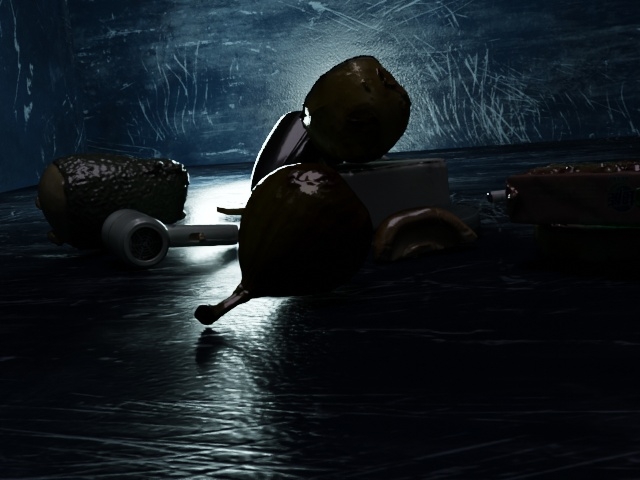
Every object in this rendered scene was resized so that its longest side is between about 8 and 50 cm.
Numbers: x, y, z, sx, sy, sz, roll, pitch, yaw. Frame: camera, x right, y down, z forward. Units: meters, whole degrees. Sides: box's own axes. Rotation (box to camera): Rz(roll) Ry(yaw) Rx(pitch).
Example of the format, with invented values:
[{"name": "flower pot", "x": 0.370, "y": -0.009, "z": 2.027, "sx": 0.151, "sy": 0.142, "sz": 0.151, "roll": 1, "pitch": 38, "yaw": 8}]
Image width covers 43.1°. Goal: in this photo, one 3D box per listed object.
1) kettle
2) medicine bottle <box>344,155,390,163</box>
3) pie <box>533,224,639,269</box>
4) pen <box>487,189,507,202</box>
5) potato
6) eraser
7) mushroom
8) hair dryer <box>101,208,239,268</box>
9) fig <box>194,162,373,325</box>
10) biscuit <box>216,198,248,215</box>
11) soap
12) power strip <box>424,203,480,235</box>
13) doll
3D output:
[{"name": "kettle", "x": -0.070, "y": -0.187, "z": 2.070, "sx": 0.290, "sy": 0.207, "sz": 0.268, "roll": -59, "pitch": 3, "yaw": -38}, {"name": "medicine bottle", "x": 0.080, "y": -0.199, "z": 2.431, "sx": 0.130, "sy": 0.130, "sz": 0.341, "roll": -11, "pitch": 13, "yaw": -30}, {"name": "pie", "x": 0.515, "y": -0.014, "z": 1.371, "sx": 0.296, "sy": 0.078, "sz": 0.371, "roll": -4, "pitch": 9, "yaw": 4}, {"name": "pen", "x": 0.557, "y": -0.123, "z": 2.059, "sx": 0.269, "sy": 0.033, "sz": 0.033, "roll": -7, "pitch": 11, "yaw": -7}, {"name": "potato", "x": 0.095, "y": -0.262, "z": 1.877, "sx": 0.246, "sy": 0.196, "sz": 0.300, "roll": -26, "pitch": -19, "yaw": 3}, {"name": "eraser", "x": 0.145, "y": -0.107, "z": 1.865, "sx": 0.331, "sy": 0.150, "sz": 0.331, "roll": -7, "pitch": 9, "yaw": 1}, {"name": "mushroom", "x": 0.187, "y": -0.015, "z": 1.511, "sx": 0.209, "sy": 0.094, "sz": 0.072, "roll": -13, "pitch": 15, "yaw": -17}, {"name": "hair dryer", "x": -0.270, "y": -0.012, "z": 1.728, "sx": 0.357, "sy": 0.108, "sz": 0.173, "roll": -4, "pitch": 11, "yaw": -27}, {"name": "fig", "x": -0.076, "y": 0.024, "z": 1.249, "sx": 0.321, "sy": 0.217, "sz": 0.217, "roll": -38, "pitch": 26, "yaw": -27}, {"name": "biscuit", "x": -0.216, "y": -0.093, "z": 2.282, "sx": 0.142, "sy": 0.029, "sz": 0.220, "roll": -13, "pitch": 12, "yaw": -31}, {"name": "soap", "x": 0.446, "y": -0.079, "z": 1.284, "sx": 0.217, "sy": 0.098, "sz": 0.273, "roll": -20, "pitch": 15, "yaw": -39}, {"name": "power strip", "x": 0.247, "y": -0.033, "z": 1.663, "sx": 0.167, "sy": 0.054, "sz": 0.253, "roll": 5, "pitch": 14, "yaw": 33}, {"name": "doll", "x": -0.480, "y": -0.095, "z": 1.912, "sx": 0.349, "sy": 0.247, "sz": 0.247, "roll": -14, "pitch": 13, "yaw": -28}]
